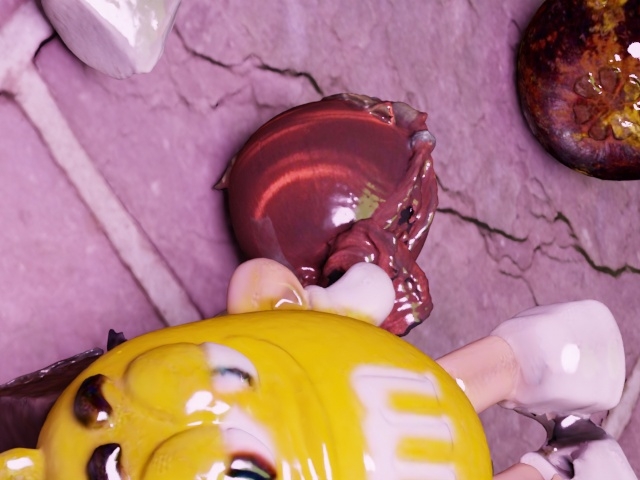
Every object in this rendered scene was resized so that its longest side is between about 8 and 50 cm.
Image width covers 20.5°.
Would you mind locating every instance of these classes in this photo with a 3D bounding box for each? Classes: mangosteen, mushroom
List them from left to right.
[{"bbox_3d":[-0.111,-0.230,1.238,0.118,0.103,0.270,54,45,-28],"label":"mushroom"},{"bbox_3d":[0.273,-0.158,1.591,0.192,0.192,0.217,67,21,-17],"label":"mangosteen"}]

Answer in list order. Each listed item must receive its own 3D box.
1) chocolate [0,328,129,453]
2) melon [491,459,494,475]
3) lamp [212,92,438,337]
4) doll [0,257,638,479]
[{"bbox_3d":[-0.137,0.225,1.153,0.112,0.112,0.321,-11,94,-37],"label":"chocolate"},{"bbox_3d":[0.077,0.318,1.256,0.272,0.272,0.308,2,92,-47],"label":"melon"},{"bbox_3d":[-0.008,-0.009,1.284,0.151,0.215,0.223,45,30,-17],"label":"lamp"},{"bbox_3d":[0.039,0.158,1.092,0.348,0.161,0.423,47,48,7],"label":"doll"}]
